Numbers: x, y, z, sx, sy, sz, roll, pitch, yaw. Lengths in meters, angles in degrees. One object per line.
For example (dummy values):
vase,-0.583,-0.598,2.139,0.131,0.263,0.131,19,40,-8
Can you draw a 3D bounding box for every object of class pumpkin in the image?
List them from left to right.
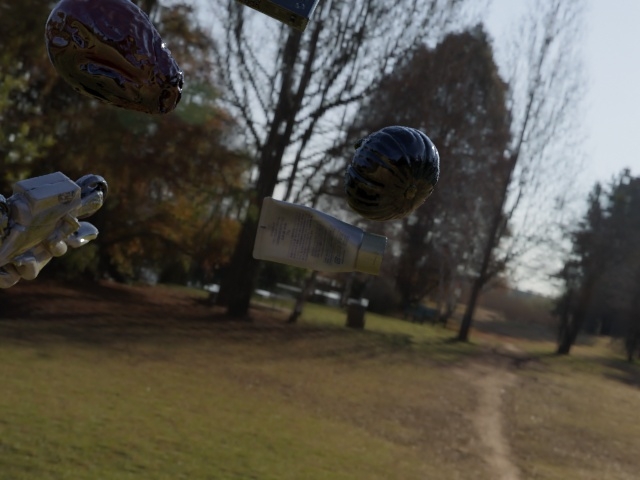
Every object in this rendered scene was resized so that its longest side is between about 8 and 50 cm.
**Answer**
pumpkin,0.131,-0.119,1.672,0.194,0.194,0.150,14,14,-25

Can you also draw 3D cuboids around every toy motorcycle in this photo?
toy motorcycle,-0.527,-0.015,1.662,0.107,0.223,0.340,34,28,20

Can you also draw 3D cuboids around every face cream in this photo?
face cream,0.000,0.000,1.581,0.224,0.114,0.070,13,15,1

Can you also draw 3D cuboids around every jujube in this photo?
jujube,-0.321,-0.291,1.436,0.236,0.168,0.168,37,5,10

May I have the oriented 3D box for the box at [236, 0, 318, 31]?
box,-0.125,-0.558,1.902,0.270,0.211,0.045,25,-38,-3
